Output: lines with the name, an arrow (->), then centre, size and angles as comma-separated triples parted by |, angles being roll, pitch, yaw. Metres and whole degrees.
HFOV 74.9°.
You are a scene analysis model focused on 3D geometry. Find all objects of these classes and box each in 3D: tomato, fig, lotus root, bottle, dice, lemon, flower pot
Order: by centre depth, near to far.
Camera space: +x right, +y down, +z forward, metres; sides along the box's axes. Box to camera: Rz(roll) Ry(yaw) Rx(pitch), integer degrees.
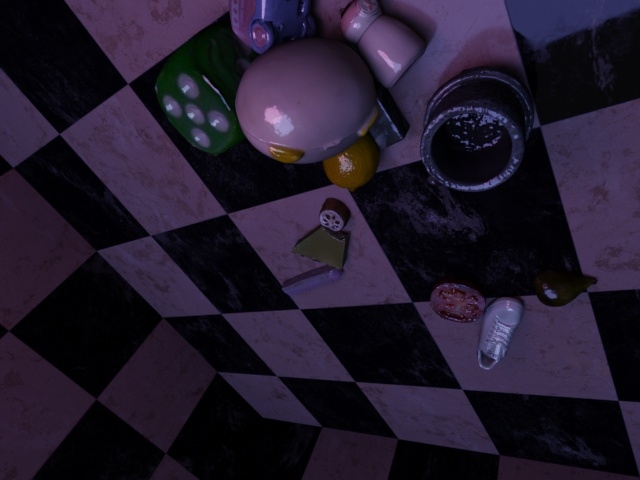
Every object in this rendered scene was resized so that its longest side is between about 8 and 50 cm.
flower pot -> 0.411, -0.282, 1.096 | 0.299, 0.283, 0.299 | 13, 134, 14
bottle -> 0.149, -0.535, 1.104 | 0.236, 0.147, 0.147 | 44, 138, -3
dice -> -0.310, -0.471, 1.316 | 0.287, 0.297, 0.300 | -18, 120, 45
lemon -> 0.099, -0.269, 1.358 | 0.186, 0.187, 0.244 | 10, 125, 22
fig -> 0.825, 0.162, 1.414 | 0.184, 0.126, 0.133 | -5, 115, 38
lotus root -> 0.053, -0.101, 1.642 | 0.122, 0.081, 0.112 | 26, 132, 5
tomato -> 0.549, 0.227, 1.667 | 0.225, 0.085, 0.225 | 16, 134, 18

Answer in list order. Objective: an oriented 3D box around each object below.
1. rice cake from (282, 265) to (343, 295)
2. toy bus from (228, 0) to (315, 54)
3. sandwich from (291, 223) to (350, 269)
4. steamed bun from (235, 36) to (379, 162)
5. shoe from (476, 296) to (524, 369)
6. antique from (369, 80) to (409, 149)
rice cake -> -0.050, 0.194, 2.000 | 0.070, 0.064, 0.399 | 43, 138, -23
toy bus -> -0.146, -0.657, 1.112 | 0.231, 0.197, 0.294 | 35, 138, 22
sandwich -> 0.000, 0.000, 1.786 | 0.245, 0.063, 0.212 | 18, 134, 13
steamed bun -> -0.036, -0.366, 1.116 | 0.373, 0.334, 0.334 | -23, 129, -8
shoe -> 0.706, 0.383, 1.674 | 0.131, 0.160, 0.363 | 15, 138, 14
antique -> 0.183, -0.384, 1.270 | 0.086, 0.088, 0.183 | -19, 120, 40
